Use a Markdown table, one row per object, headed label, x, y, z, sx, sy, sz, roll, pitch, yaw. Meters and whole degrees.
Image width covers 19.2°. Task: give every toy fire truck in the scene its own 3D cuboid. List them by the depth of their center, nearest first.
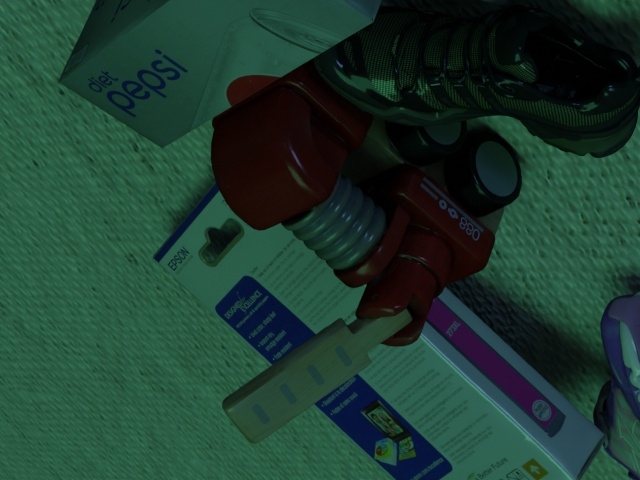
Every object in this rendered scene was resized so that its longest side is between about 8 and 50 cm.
| label | x | y | z | sx | sy | sz | roll | pitch | yaw |
| --- | --- | --- | --- | --- | --- | --- | --- | --- | --- |
| toy fire truck | 0.000 | 0.000 | 1.344 | 0.217 | 0.246 | 0.158 | 41 | 140 | -24 |

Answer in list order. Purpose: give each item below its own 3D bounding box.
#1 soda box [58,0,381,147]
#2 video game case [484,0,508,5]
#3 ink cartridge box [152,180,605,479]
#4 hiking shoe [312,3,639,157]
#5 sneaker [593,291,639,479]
| label | x | y | z | sx | sy | sz | roll | pitch | yaw |
| --- | --- | --- | --- | --- | --- | --- | --- | --- | --- |
| soda box | -0.063 | -0.159 | 1.273 | 0.098 | 0.091 | 0.286 | 33 | 151 | -22 |
| video game case | 0.036 | -0.248 | 1.175 | 0.206 | 0.026 | 0.227 | 18 | 152 | 6 |
| ink cartridge box | 0.043 | 0.087 | 1.548 | 0.371 | 0.069 | 0.176 | 41 | 142 | -3 |
| hiking shoe | 0.108 | -0.126 | 1.254 | 0.227 | 0.086 | 0.114 | 10 | 157 | 0 |
| sneaker | 0.260 | 0.131 | 1.513 | 0.104 | 0.095 | 0.236 | 4 | 142 | 36 |
